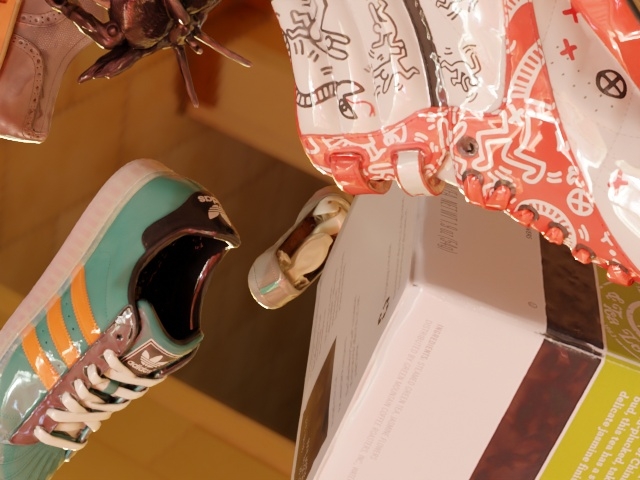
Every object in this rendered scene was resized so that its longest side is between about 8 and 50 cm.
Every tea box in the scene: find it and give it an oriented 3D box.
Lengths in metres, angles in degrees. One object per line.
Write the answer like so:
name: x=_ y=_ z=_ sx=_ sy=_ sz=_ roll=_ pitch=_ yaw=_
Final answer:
tea box: x=0.169 y=0.085 z=1.075 sx=0.329 sy=0.323 sz=0.220 roll=-83 pitch=-164 yaw=-61

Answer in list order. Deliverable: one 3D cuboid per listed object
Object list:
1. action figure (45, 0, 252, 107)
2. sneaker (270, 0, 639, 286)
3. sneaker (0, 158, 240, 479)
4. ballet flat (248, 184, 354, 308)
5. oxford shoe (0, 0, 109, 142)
action figure: x=-0.143 y=-0.221 z=1.083 sx=0.164 sy=0.141 sz=0.275 roll=-33 pitch=130 yaw=-1
sneaker: x=0.086 y=-0.035 z=0.668 sx=0.145 sy=0.270 sz=0.090 roll=-32 pitch=178 yaw=21
sneaker: x=-0.173 y=0.086 z=1.292 sx=0.108 sy=0.121 sz=0.302 roll=26 pitch=94 yaw=-52
ballet flat: x=0.000 y=0.000 z=1.741 sx=0.068 sy=0.072 sz=0.213 roll=-30 pitch=-167 yaw=44
oxford shoe: x=-0.268 y=-0.273 z=1.636 sx=0.133 sy=0.130 sz=0.363 roll=26 pitch=84 yaw=-31
